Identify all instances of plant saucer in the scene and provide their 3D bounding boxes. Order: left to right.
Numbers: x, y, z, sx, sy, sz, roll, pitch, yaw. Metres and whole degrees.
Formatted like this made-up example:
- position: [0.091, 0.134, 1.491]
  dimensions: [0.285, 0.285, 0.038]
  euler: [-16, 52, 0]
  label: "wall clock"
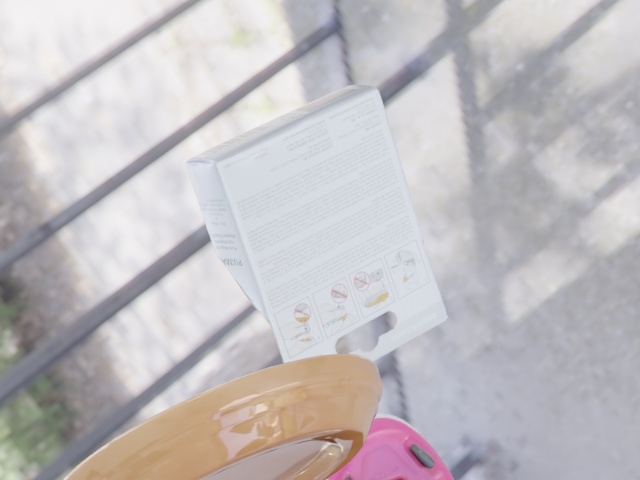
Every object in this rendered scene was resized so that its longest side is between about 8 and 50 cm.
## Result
- position: [-0.052, 0.126, 1.067]
  dimensions: [0.037, 0.200, 0.200]
  euler: [65, 152, 19]
  label: "plant saucer"

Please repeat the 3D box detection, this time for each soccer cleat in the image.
- position: [0.069, 0.267, 1.553]
  dimensions: [0.331, 0.116, 0.143]
  euler: [65, 169, -25]
  label: "soccer cleat"

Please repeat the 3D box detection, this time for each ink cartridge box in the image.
- position: [0.000, 0.000, 1.724]
  dimensions: [0.066, 0.189, 0.232]
  euler: [11, 122, 54]
  label: "ink cartridge box"
